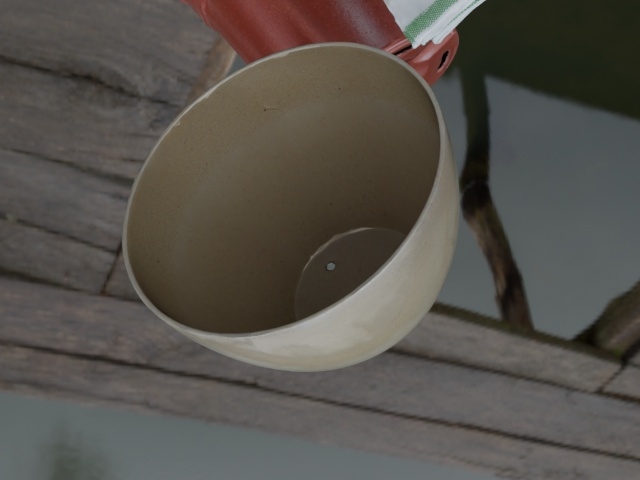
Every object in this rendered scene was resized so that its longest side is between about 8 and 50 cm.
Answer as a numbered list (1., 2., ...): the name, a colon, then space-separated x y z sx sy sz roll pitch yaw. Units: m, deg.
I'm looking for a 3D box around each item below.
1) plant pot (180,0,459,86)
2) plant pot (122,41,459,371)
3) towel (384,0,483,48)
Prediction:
1. plant pot: 0.002 -0.269 1.155 0.272 0.265 0.272 -32 165 -10
2. plant pot: 0.000 0.000 0.876 0.284 0.284 0.191 -18 141 16
3. towel: 0.057 -0.191 0.527 0.113 0.152 0.023 -37 162 29
